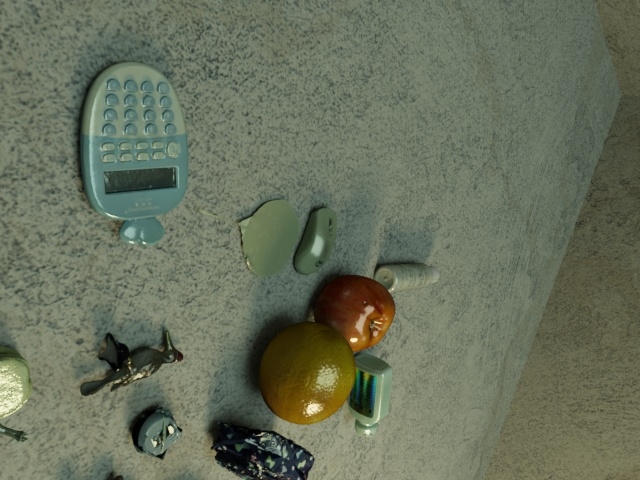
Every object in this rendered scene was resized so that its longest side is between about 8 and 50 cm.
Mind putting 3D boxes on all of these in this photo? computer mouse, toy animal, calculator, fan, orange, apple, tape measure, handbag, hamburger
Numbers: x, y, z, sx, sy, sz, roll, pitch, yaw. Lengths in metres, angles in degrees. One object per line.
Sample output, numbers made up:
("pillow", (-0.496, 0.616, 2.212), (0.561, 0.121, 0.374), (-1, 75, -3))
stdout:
("computer mouse", (0.000, 0.000, 1.313), (0.089, 0.056, 0.181), (21, 87, -55))
("toy animal", (-0.332, 0.224, 1.016), (0.202, 0.070, 0.105), (-1, 115, -54))
("calculator", (-0.304, -0.138, 0.917), (0.188, 0.042, 0.302), (-13, 113, -48))
("fan", (-0.146, -0.022, 1.166), (0.310, 0.010, 0.182), (26, 83, -53))
("orange", (-0.031, 0.300, 1.261), (0.236, 0.236, 0.236), (-21, 119, -44))
("apple", (0.089, 0.186, 1.399), (0.209, 0.164, 0.209), (-21, 120, -41))
("tape measure", (-0.321, 0.377, 1.078), (0.091, 0.054, 0.094), (-51, 139, -33))
("handbag", (-0.134, 0.494, 1.263), (0.260, 0.162, 0.113), (48, 53, -47))
("hamburger", (-0.483, 0.218, 0.836), (0.084, 0.054, 0.121), (5, 103, -54))

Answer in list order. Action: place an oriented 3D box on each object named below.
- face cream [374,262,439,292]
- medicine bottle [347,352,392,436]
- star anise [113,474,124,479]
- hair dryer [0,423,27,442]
("face cream", (0.265, 0.108, 1.640), (0.269, 0.082, 0.082), (2, 102, -49))
("medicine bottle", (0.137, 0.449, 1.585), (0.083, 0.121, 0.228), (-15, 115, -46))
("star anise", (-0.412, 0.532, 1.015), (0.212, 0.073, 0.196), (-34, 130, -40))
("hair dryer", (-0.500, 0.235, 0.767), (0.198, 0.057, 0.100), (32, 79, -24))
